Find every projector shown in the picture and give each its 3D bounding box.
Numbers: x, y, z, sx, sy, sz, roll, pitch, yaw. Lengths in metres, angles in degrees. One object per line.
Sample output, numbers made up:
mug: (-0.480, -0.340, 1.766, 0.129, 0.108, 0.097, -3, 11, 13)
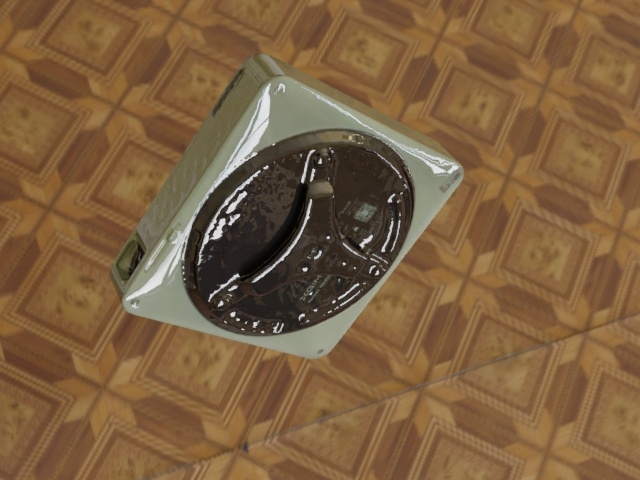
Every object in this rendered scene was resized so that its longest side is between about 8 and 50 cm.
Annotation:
projector: (-0.023, -0.012, 0.914, 0.259, 0.257, 0.079, 20, 24, -41)
